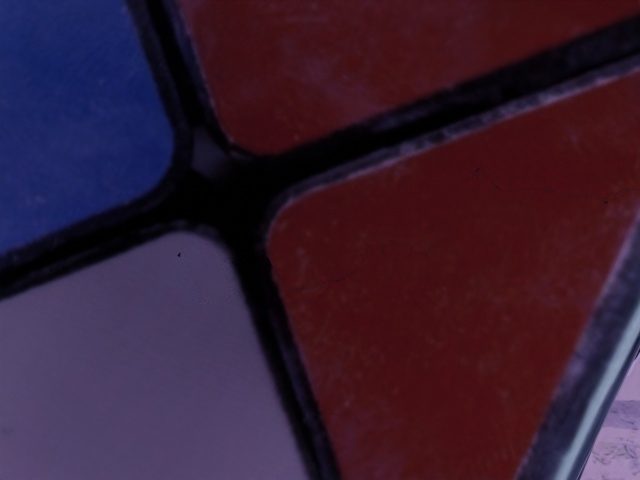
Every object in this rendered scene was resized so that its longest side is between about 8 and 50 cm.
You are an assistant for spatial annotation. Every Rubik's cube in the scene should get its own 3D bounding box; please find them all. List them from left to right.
[{"bbox_3d":[0.000,0.000,0.643,0.305,0.307,0.310,-66,169,-2],"label":"Rubik's cube"}]
